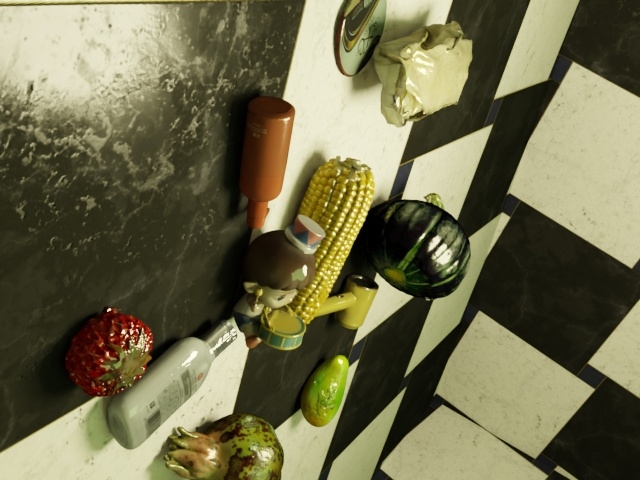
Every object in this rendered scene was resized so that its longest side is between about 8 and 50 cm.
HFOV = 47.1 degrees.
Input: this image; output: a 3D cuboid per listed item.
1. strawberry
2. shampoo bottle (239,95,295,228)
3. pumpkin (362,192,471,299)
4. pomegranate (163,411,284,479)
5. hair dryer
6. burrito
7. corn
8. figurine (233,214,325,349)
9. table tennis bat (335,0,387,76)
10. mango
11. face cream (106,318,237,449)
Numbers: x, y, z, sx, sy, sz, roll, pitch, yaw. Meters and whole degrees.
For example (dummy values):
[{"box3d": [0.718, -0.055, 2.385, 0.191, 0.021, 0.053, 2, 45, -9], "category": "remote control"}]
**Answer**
[{"box3d": [-0.322, 0.180, 1.136, 0.145, 0.086, 0.145, -48, 153, -35], "category": "strawberry"}, {"box3d": [-0.099, -0.127, 1.274, 0.085, 0.085, 0.244, -38, 149, -45], "category": "shampoo bottle"}, {"box3d": [0.267, 0.006, 1.934, 0.296, 0.296, 0.295, -47, 153, -33], "category": "pumpkin"}, {"box3d": [-0.205, 0.487, 1.588, 0.222, 0.204, 0.277, -51, 157, 15], "category": "pomegranate"}, {"box3d": [0.042, 0.175, 1.938, 0.279, 0.090, 0.134, -7, 124, -56], "category": "hair dryer"}, {"box3d": [0.202, -0.365, 1.576, 0.332, 0.135, 0.190, -30, 141, -51], "category": "burrito"}, {"box3d": [0.000, 0.000, 1.562, 0.144, 0.144, 0.387, -17, 135, -60], "category": "corn"}, {"box3d": [-0.080, 0.079, 1.444, 0.161, 0.158, 0.275, -36, 147, -54], "category": "figurine"}, {"box3d": [0.077, -0.439, 1.376, 0.173, 0.022, 0.301, -52, 158, -25], "category": "table tennis bat"}, {"box3d": [0.013, 0.429, 2.110, 0.125, 0.111, 0.232, -19, 132, -65], "category": "mango"}, {"box3d": [-0.265, 0.250, 1.353, 0.291, 0.071, 0.143, -43, 152, -37], "category": "face cream"}]
